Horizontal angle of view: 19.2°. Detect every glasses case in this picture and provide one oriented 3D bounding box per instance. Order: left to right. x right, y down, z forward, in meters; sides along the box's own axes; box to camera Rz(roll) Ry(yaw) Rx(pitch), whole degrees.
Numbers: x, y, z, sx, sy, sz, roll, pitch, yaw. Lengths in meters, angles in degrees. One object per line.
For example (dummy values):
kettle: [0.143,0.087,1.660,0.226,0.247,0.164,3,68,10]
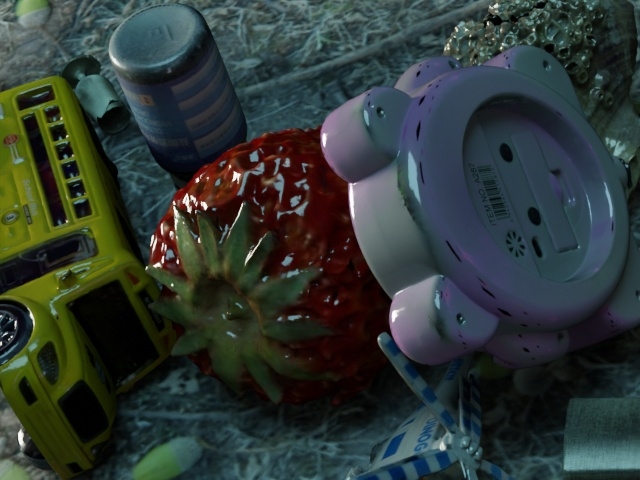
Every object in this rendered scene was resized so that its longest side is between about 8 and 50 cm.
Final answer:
glasses case: [0.270,0.141,1.284,0.205,0.047,0.071,-3,47,17]

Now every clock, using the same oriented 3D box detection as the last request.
clock: [0.117,-0.022,1.312,0.090,0.248,0.227,-28,79,40]

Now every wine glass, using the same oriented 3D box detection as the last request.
wine glass: [-0.199,-0.131,1.699,0.083,0.042,0.039,48,113,39]

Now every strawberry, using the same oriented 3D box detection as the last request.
strawberry: [0.000,0.000,1.421,0.205,0.205,0.244,17,35,30]

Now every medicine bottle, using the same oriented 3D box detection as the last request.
medicine bottle: [-0.101,-0.093,1.514,0.083,0.203,0.083,-10,48,12]

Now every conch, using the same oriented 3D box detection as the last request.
conch: [0.177,-0.116,1.499,0.178,0.163,0.245,-43,56,38]

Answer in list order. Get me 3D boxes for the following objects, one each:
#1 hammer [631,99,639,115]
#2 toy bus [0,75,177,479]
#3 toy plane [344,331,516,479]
hammer: [0.277,-0.110,1.527,0.195,0.028,0.060,19,52,33]
toy bus: [-0.211,0.020,1.487,0.151,0.145,0.331,-23,46,-2]
toy plane: [0.075,0.119,1.319,0.107,0.182,0.273,-34,36,33]
